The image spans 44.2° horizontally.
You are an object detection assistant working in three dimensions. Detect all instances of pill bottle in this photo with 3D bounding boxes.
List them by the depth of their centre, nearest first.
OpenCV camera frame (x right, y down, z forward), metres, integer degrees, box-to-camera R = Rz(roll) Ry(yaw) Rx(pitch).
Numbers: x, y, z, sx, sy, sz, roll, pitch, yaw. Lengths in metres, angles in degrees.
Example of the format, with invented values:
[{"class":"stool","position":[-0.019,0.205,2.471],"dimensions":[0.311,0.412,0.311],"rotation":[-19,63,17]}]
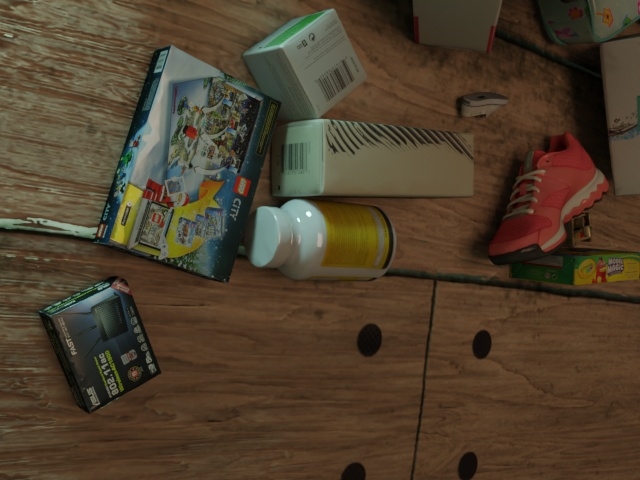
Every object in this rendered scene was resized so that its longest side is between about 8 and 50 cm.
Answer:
[{"class":"pill bottle","position":[0.000,0.000,0.999],"dimensions":[0.184,0.103,0.103],"rotation":[4,91,-39]}]

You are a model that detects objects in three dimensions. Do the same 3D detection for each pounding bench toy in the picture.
[{"class":"pounding bench toy","position":[0.447,-0.019,1.367],"dimensions":[0.065,0.083,0.052],"rotation":[-13,101,-37]}]

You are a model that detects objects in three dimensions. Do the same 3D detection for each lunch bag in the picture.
[{"class":"lunch bag","position":[0.450,-0.475,1.322],"dimensions":[0.224,0.108,0.279],"rotation":[-36,115,-32]}]

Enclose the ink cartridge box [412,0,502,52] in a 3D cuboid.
[{"class":"ink cartridge box","position":[0.205,-0.426,1.064],"dimensions":[0.207,0.117,0.282],"rotation":[39,61,-79]}]

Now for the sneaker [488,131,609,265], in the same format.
[{"class":"sneaker","position":[0.349,-0.072,1.288],"dimensions":[0.314,0.116,0.136],"rotation":[-40,106,-37]}]

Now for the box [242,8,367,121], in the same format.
[{"class":"box","position":[-0.019,-0.215,0.979],"dimensions":[0.101,0.087,0.102],"rotation":[-43,117,-28]}]

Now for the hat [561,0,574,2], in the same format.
[{"class":"hat","position":[0.359,-0.421,1.101],"dimensions":[0.331,0.134,0.331],"rotation":[35,36,-30]}]

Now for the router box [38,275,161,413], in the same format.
[{"class":"router box","position":[-0.238,0.112,0.859],"dimensions":[0.092,0.038,0.122],"rotation":[-28,110,-33]}]

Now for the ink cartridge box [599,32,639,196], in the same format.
[{"class":"ink cartridge box","position":[0.616,-0.231,1.382],"dimensions":[0.198,0.197,0.270],"rotation":[-31,114,-58]}]

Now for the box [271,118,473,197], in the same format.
[{"class":"box","position":[0.075,-0.103,1.049],"dimensions":[0.275,0.113,0.094],"rotation":[-2,94,-40]}]

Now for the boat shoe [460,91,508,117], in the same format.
[{"class":"boat shoe","position":[0.256,-0.210,1.238],"dimensions":[0.100,0.035,0.035],"rotation":[-16,130,-41]}]

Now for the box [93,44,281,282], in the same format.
[{"class":"box","position":[-0.149,-0.083,0.912],"dimensions":[0.159,0.044,0.233],"rotation":[22,79,-37]}]

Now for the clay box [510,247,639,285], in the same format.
[{"class":"clay box","position":[0.443,0.041,1.340],"dimensions":[0.222,0.127,0.053],"rotation":[-3,96,-39]}]
